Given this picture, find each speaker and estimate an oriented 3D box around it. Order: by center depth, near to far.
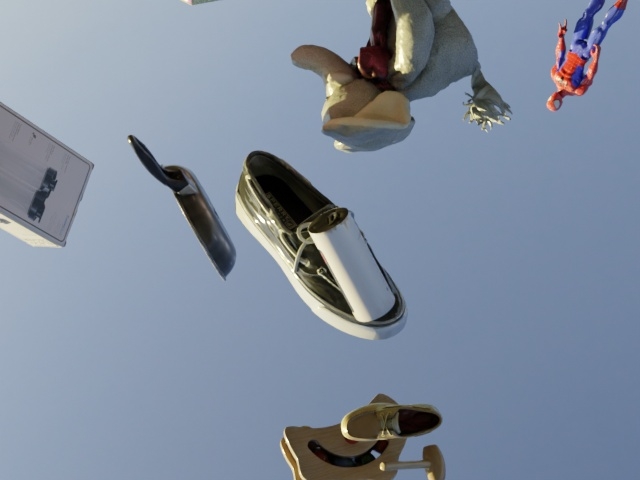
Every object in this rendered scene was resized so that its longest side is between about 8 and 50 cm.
[{"bbox_3d":[0.038,0.028,1.296,0.055,0.136,0.055,-23,-155,12],"label":"speaker"}]

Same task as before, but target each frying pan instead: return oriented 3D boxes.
[{"bbox_3d":[-0.200,-0.077,1.568,0.053,0.326,0.197,-28,-142,-3],"label":"frying pan"}]

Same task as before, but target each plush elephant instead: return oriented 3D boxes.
[{"bbox_3d":[0.085,-0.245,1.592,0.255,0.330,0.272,-32,174,-4],"label":"plush elephant"}]

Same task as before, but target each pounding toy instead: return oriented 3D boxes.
[{"bbox_3d":[0.073,0.330,1.824,0.270,0.155,0.154,0,-118,-8],"label":"pounding toy"}]

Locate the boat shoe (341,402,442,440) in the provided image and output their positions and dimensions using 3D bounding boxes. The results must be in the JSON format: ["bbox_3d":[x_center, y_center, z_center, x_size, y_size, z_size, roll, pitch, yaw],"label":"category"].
[{"bbox_3d":[0.096,0.238,1.436,0.135,0.050,0.045,-8,176,-8],"label":"boat shoe"}]

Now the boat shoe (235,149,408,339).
[{"bbox_3d":[0.003,-0.002,1.423,0.113,0.105,0.306,-27,-117,-26],"label":"boat shoe"}]

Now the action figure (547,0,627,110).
[{"bbox_3d":[0.196,-0.147,0.811,0.038,0.115,0.030,38,-144,27],"label":"action figure"}]

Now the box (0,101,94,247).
[{"bbox_3d":[-0.530,-0.120,1.816,0.087,0.290,0.169,-1,-114,38],"label":"box"}]

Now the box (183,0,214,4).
[{"bbox_3d":[-0.139,-0.390,1.337,0.214,0.117,0.243,30,-148,29],"label":"box"}]
